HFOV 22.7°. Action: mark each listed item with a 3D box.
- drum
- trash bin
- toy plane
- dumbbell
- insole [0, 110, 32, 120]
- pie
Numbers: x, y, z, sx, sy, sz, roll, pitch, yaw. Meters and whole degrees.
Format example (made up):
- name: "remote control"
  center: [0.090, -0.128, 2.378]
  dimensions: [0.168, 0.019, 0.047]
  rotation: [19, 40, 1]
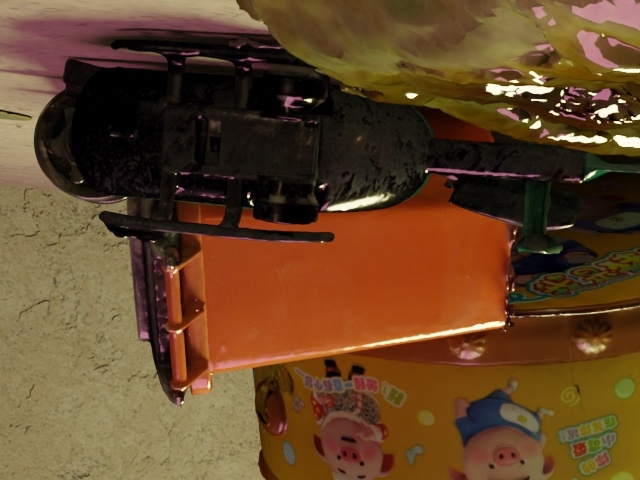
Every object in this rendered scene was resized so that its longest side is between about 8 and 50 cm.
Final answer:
- name: "drum"
  center: [0.151, 0.087, 1.276]
  dimensions: [0.431, 0.214, 0.431]
  rotation: [-3, -164, 1]
- name: "trash bin"
  center: [0.000, 0.000, 1.005]
  dimensions: [0.239, 0.161, 0.184]
  rotation: [-3, -147, -3]
- name: "toy plane"
  center: [0.015, -0.051, 0.858]
  dimensions: [0.382, 0.106, 0.155]
  rotation: [4, -175, 13]
- name: "dumbbell"
  center: [-0.157, -0.066, 1.130]
  dimensions: [0.082, 0.081, 0.254]
  rotation: [5, 180, -5]
- name: "insole"
  center: [-0.321, -0.114, 1.356]
  dimensions: [0.064, 0.004, 0.188]
  rotation: [3, 178, 40]
- name: "pie"
  center: [0.114, -0.062, 0.485]
  dimensions: [0.306, 0.071, 0.306]
  rotation: [6, 178, 0]
